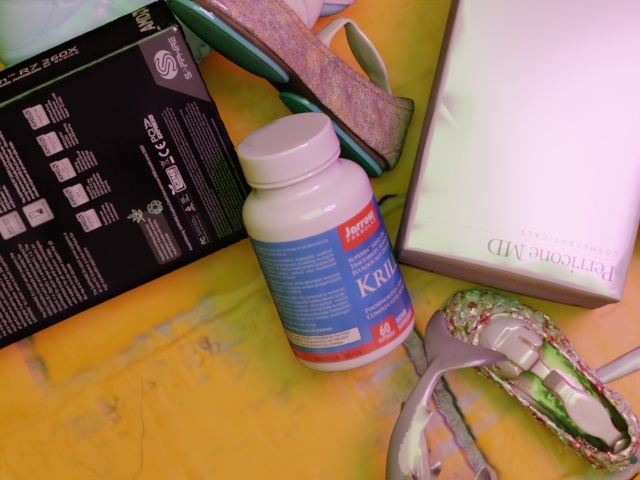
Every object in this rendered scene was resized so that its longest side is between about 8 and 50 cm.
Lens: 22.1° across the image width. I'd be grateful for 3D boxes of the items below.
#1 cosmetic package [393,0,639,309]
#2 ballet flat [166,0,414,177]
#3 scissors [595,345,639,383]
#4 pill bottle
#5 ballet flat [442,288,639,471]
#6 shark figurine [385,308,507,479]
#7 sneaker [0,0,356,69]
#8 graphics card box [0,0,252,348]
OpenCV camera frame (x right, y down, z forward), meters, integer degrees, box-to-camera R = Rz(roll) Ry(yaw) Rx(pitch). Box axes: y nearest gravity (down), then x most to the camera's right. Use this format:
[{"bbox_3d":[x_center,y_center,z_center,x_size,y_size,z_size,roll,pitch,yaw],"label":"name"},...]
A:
[{"bbox_3d":[0.213,-0.142,1.558,0.217,0.156,0.385,11,83,0],"label":"cosmetic package"},{"bbox_3d":[-0.019,-0.180,1.529,0.107,0.316,0.106,21,76,47],"label":"ballet flat"},{"bbox_3d":[0.368,0.096,1.595,0.297,0.021,0.109,-41,83,-4],"label":"scissors"},{"bbox_3d":[0.000,0.000,1.516,0.124,0.124,0.221,-21,114,-2],"label":"pill bottle"},{"bbox_3d":[0.217,0.128,1.559,0.241,0.077,0.091,38,90,8],"label":"ballet flat"},{"bbox_3d":[0.087,0.217,1.544,0.166,0.116,0.278,-11,99,-27],"label":"shark figurine"},{"bbox_3d":[-0.142,-0.215,1.605,0.366,0.135,0.150,-1,113,-4],"label":"sneaker"},{"bbox_3d":[-0.262,-0.044,1.532,0.371,0.094,0.233,-25,117,-1],"label":"graphics card box"}]
